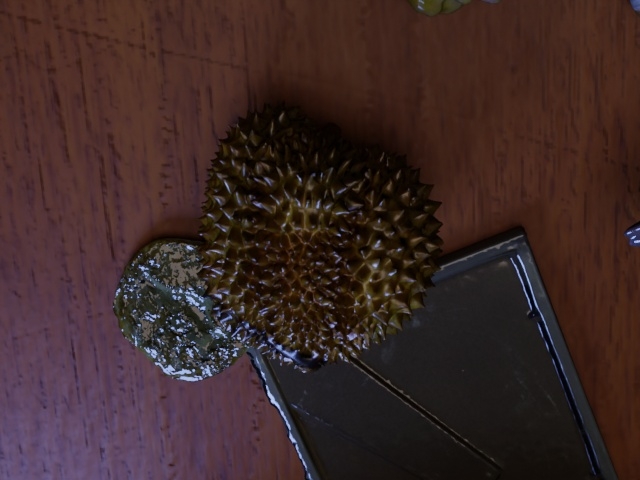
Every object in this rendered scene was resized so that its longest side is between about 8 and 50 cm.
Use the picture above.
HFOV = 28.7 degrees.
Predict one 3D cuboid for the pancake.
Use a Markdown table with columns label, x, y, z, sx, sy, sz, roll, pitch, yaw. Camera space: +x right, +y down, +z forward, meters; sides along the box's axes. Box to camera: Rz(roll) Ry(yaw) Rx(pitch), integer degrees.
| label | x | y | z | sx | sy | sz | roll | pitch | yaw |
| --- | --- | --- | --- | --- | --- | --- | --- | --- | --- |
| pancake | -0.091 | 0.045 | 0.865 | 0.108 | 0.017 | 0.108 | 1 | 102 | 5 |

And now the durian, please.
| label | x | y | z | sx | sy | sz | roll | pitch | yaw |
| --- | --- | --- | --- | --- | --- | --- | --- | --- | --- |
| durian | 0.000 | 0.000 | 0.794 | 0.158 | 0.137 | 0.168 | 8 | 85 | 12 |

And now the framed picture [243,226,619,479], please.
| label | x | y | z | sx | sy | sz | roll | pitch | yaw |
| --- | --- | --- | --- | --- | --- | --- | --- | --- | --- |
| framed picture | 0.097 | 0.156 | 0.907 | 0.213 | 0.016 | 0.289 | -22 | 107 | 8 |

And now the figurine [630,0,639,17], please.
| label | x | y | z | sx | sy | sz | roll | pitch | yaw |
| --- | --- | --- | --- | --- | --- | --- | --- | --- | --- |
| figurine | 0.202 | -0.227 | 0.741 | 0.147 | 0.093 | 0.197 | -8 | 109 | 14 |

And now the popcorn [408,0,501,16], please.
| label | x | y | z | sx | sy | sz | roll | pitch | yaw |
| --- | --- | --- | --- | --- | --- | --- | --- | --- | --- |
| popcorn | 0.080 | -0.189 | 0.755 | 0.097 | 0.109 | 0.089 | -15 | 75 | -30 |

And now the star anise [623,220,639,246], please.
| label | x | y | z | sx | sy | sz | roll | pitch | yaw |
| --- | --- | --- | --- | --- | --- | --- | --- | --- | --- |
| star anise | 0.300 | -0.032 | 0.773 | 0.229 | 0.093 | 0.236 | -10 | 76 | 5 |
